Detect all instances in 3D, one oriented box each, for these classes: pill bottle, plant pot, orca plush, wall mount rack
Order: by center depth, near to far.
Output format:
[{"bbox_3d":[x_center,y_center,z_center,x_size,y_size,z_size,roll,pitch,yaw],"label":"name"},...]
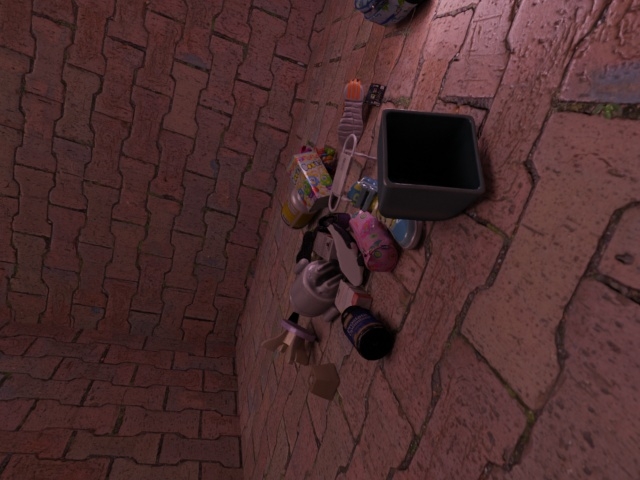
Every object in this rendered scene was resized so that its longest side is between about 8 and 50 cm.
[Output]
[{"bbox_3d":[0.272,-0.178,1.111,0.252,0.247,0.247,97,176,-65],"label":"plant pot"},{"bbox_3d":[0.146,0.301,1.348,0.219,0.123,0.122,-142,65,-70],"label":"pill bottle"},{"bbox_3d":[0.107,0.034,1.566,0.151,0.287,0.102,-40,-5,40],"label":"orca plush"},{"bbox_3d":[0.007,0.575,1.640,0.109,0.096,0.109,-116,42,-63],"label":"plant pot"},{"bbox_3d":[0.127,-0.297,1.809,0.304,0.131,0.349,-133,57,-64],"label":"wall mount rack"},{"bbox_3d":[-0.105,-0.210,2.340,0.334,0.188,0.187,134,144,-58],"label":"pill bottle"}]

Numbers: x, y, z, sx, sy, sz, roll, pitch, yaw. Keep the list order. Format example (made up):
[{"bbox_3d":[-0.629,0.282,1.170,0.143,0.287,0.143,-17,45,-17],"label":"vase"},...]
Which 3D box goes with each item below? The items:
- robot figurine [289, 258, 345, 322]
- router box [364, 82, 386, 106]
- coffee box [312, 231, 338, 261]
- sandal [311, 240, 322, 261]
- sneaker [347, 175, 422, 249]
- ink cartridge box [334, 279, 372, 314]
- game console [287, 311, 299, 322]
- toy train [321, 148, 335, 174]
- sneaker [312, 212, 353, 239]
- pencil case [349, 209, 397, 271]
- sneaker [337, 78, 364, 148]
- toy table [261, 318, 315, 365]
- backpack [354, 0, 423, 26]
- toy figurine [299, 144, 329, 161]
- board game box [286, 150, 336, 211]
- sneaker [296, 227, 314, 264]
[{"bbox_3d":[-0.021,0.219,1.782,0.299,0.200,0.353,58,146,16],"label":"robot figurine"},{"bbox_3d":[0.246,-0.655,1.798,0.122,0.038,0.092,-118,42,-64],"label":"router box"},{"bbox_3d":[0.072,0.033,1.722,0.246,0.141,0.098,-152,74,-73],"label":"coffee box"},{"bbox_3d":[0.000,0.002,2.045,0.120,0.086,0.302,-100,29,-49],"label":"sandal"},{"bbox_3d":[0.196,-0.097,1.313,0.319,0.208,0.127,-103,32,-52],"label":"sneaker"},{"bbox_3d":[0.123,0.236,1.553,0.198,0.067,0.115,-137,60,-68],"label":"ink cartridge box"},{"bbox_3d":[-0.156,0.485,2.335,0.107,0.071,0.122,71,162,-2],"label":"game console"},{"bbox_3d":[0.046,-0.443,2.196,0.248,0.105,0.143,-32,35,66],"label":"toy train"},{"bbox_3d":[0.022,-0.073,1.862,0.283,0.124,0.107,-27,61,51],"label":"sneaker"},{"bbox_3d":[0.184,-0.004,1.437,0.284,0.124,0.124,-105,32,-56],"label":"pencil case"},{"bbox_3d":[0.162,-0.617,1.937,0.180,0.125,0.321,-70,-8,-58],"label":"sneaker"},{"bbox_3d":[-0.143,0.495,1.955,0.160,0.252,0.274,-64,4,-7],"label":"toy table"},{"bbox_3d":[0.294,-1.031,1.612,0.355,0.274,0.290,-143,58,-84],"label":"backpack"},{"bbox_3d":[-0.047,-0.525,2.411,0.173,0.159,0.130,164,117,-69],"label":"toy figurine"},{"bbox_3d":[-0.045,-0.312,2.107,0.275,0.142,0.144,63,149,16],"label":"board game box"},{"bbox_3d":[-0.073,0.042,2.303,0.097,0.084,0.234,-57,-13,-69],"label":"sneaker"}]
